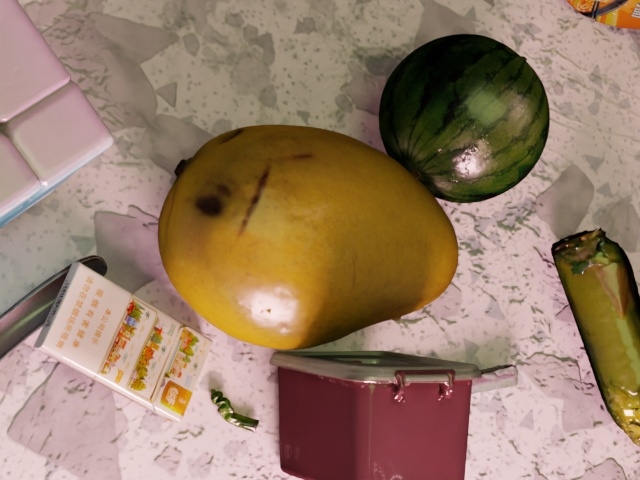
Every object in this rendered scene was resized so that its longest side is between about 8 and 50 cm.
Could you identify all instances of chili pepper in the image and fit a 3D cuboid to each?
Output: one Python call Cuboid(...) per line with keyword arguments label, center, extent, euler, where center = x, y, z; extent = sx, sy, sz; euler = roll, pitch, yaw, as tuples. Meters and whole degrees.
Cuboid(label="chili pepper", center=(-0.117, 0.227, 1.804), extent=(0.083, 0.022, 0.027), euler=(40, 98, -14))

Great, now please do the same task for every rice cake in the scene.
Cuboid(label="rice cake", center=(0.194, 0.208, 1.954), extent=(0.208, 0.033, 0.033), euler=(-8, 92, -26))

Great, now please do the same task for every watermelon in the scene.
Cuboid(label="watermelon", center=(0.205, -0.174, 1.930), extent=(0.242, 0.242, 0.242), euler=(6, 76, -25))

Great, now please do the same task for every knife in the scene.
Cuboid(label="knife", center=(-0.379, 0.099, 1.678), extent=(0.278, 0.053, 0.123), euler=(-43, 120, -32))

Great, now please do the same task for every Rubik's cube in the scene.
Cuboid(label="Rubik's cube", center=(-0.480, -0.123, 1.533), extent=(0.316, 0.322, 0.318), euler=(-39, 98, -29))

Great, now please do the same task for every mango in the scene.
Cuboid(label="mango", center=(0.000, 0.000, 1.802), extent=(0.445, 0.220, 0.301), euler=(10, 72, -27))

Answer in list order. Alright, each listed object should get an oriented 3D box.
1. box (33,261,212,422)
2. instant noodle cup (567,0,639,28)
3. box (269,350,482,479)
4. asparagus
Cuboid(label="box", center=(-0.246, 0.132, 1.729), extent=(0.220, 0.032, 0.122), euler=(34, 65, -31))
Cuboid(label="instant noodle cup", center=(0.503, -0.476, 2.161), extent=(0.230, 0.230, 0.182), euler=(23, 61, -20))
Cuboid(label="box", center=(0.062, 0.231, 1.749), extent=(0.193, 0.294, 0.167), euler=(4, 88, -25))
Cuboid(label="asparagus", center=(0.453, 0.167, 2.045), extent=(0.108, 0.128, 0.382), euler=(-18, 88, 8))
